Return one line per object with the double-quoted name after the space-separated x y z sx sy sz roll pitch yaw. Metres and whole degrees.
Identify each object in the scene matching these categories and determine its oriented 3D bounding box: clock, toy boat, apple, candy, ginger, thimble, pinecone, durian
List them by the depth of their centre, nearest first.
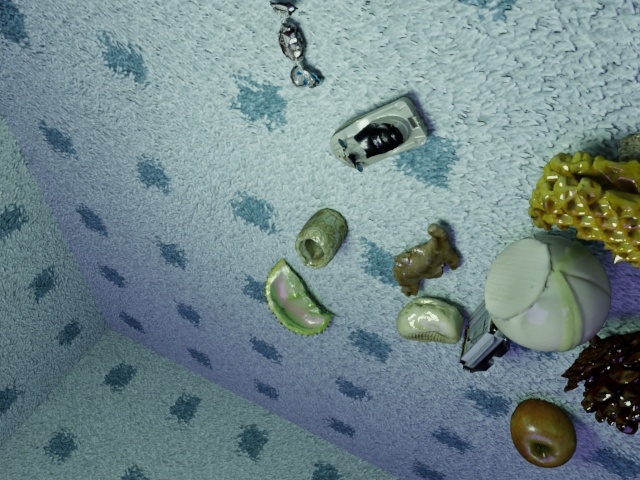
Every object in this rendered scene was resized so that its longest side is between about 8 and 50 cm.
-0.060 -0.482 1.205 0.094 0.051 0.226 -6 130 26 "candy"
0.133 -0.254 1.247 0.269 0.141 0.141 -22 117 31 "toy boat"
0.838 0.397 1.348 0.296 0.242 0.298 40 136 -4 "pinecone"
0.517 0.283 1.502 0.083 0.186 0.253 23 142 5 "clock"
0.323 0.070 1.503 0.166 0.080 0.333 23 137 -11 "ginger"
0.000 0.000 1.597 0.137 0.143 0.190 27 142 7 "thimble"
0.794 0.685 1.746 0.237 0.207 0.237 10 118 19 "apple"
-0.101 0.246 1.933 0.169 0.158 0.352 -28 109 35 "durian"

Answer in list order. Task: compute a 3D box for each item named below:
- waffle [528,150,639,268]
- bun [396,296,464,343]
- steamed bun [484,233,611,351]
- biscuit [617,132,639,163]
0.621 -0.060 1.041 0.324 0.151 0.261 24 174 8 "waffle"
0.369 0.267 1.635 0.229 0.145 0.229 6 163 2 "bun"
0.597 0.147 1.235 0.309 0.309 0.309 19 140 17 "steamed bun"
0.691 -0.184 0.974 0.168 0.070 0.082 -13 132 41 "biscuit"
